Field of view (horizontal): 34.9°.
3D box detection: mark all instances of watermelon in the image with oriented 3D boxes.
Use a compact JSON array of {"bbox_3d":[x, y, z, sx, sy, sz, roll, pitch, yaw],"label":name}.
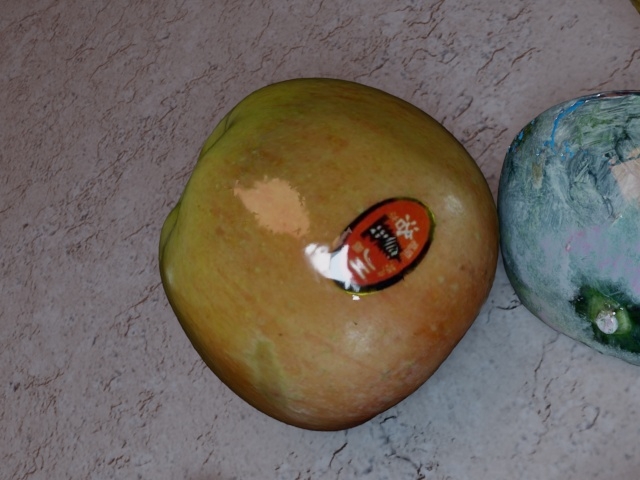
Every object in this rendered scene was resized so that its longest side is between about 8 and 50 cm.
[{"bbox_3d":[0.265,-0.008,0.915,0.321,0.188,0.175,3,53,42],"label":"watermelon"}]

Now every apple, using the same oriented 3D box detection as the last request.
[{"bbox_3d":[0.000,0.000,0.985,0.338,0.305,0.338,-50,3,4],"label":"apple"}]

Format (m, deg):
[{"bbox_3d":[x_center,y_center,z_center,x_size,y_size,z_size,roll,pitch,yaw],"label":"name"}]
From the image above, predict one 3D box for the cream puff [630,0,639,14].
[{"bbox_3d":[0.443,-0.236,0.861,0.342,0.327,0.231,0,51,-14],"label":"cream puff"}]
